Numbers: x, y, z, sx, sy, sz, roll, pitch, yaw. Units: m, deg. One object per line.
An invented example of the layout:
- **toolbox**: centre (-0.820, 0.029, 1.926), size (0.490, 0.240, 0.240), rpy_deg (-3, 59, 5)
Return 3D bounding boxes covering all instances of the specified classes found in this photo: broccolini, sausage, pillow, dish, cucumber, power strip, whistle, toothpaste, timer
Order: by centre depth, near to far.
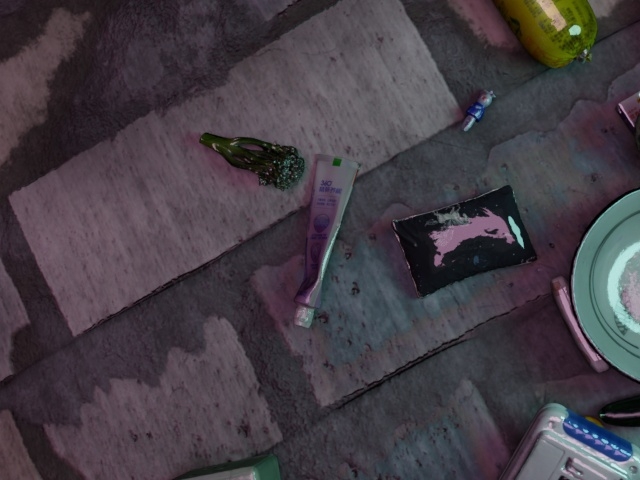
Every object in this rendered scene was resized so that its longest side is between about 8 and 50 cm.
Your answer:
- **timer**: centre (0.364, 0.394, 1.268), size (0.178, 0.078, 0.253), rpy_deg (27, 104, 13)
- **dish**: centre (0.534, 0.071, 1.272), size (0.316, 0.106, 0.317), rpy_deg (-1, 83, 8)
- **cucumber**: centre (0.571, 0.254, 1.279), size (0.284, 0.056, 0.056), rpy_deg (-6, 84, 7)
- **sausage**: centre (0.332, -0.425, 1.346), size (0.123, 0.123, 0.347), rpy_deg (-31, 79, 7)
- **power strip**: centre (-0.180, 0.448, 1.364), size (0.224, 0.140, 0.139), rpy_deg (-14, 83, 11)
- **pillow**: centre (0.235, 0.000, 1.366), size (0.208, 0.055, 0.141), rpy_deg (-20, 90, 10)
- **whistle**: centre (0.261, -0.219, 1.392), size (0.083, 0.029, 0.033), rpy_deg (-55, 41, -3)
- **toothpaste**: centre (0.000, 0.000, 1.414), size (0.075, 0.048, 0.301), rpy_deg (6, 78, 39)
- **broccolini**: centre (-0.118, -0.146, 1.457), size (0.202, 0.068, 0.091), rpy_deg (24, 77, 27)

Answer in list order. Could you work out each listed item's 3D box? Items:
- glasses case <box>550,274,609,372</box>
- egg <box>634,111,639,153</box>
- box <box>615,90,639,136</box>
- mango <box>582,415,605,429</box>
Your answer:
- **glasses case**: centre (0.411, 0.132, 1.313), size (0.041, 0.063, 0.164), rpy_deg (-27, 81, 10)
- **egg**: centre (0.556, -0.154, 1.236), size (0.172, 0.132, 0.132), rpy_deg (23, 90, 5)
- **box**: centre (0.527, -0.181, 1.331), size (0.050, 0.036, 0.117), rpy_deg (-32, 80, 6)
- **mango**: centre (0.418, 0.321, 1.304), size (0.060, 0.046, 0.089), rpy_deg (5, 89, 12)
